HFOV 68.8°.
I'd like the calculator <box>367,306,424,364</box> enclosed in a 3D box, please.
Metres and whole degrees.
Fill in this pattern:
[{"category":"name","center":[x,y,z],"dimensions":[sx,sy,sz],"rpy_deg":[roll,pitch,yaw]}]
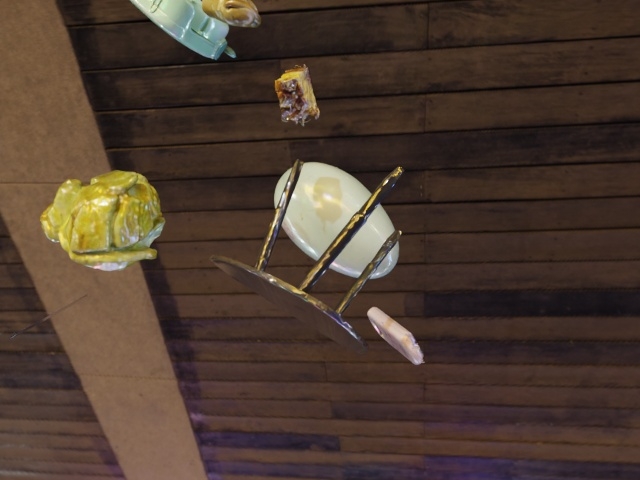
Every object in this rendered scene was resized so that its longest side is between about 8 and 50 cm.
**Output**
[{"category":"calculator","center":[0.167,0.212,1.049],"dimensions":[0.032,0.175,0.100],"rpy_deg":[-40,122,-11]}]

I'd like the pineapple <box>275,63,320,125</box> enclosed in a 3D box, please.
[{"category":"pineapple","center":[-0.044,-0.290,0.908],"dimensions":[0.069,0.137,0.116],"rpy_deg":[-2,77,9]}]

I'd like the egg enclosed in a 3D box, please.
[{"category":"egg","center":[0.042,-0.049,1.200],"dimensions":[0.371,0.230,0.229],"rpy_deg":[41,121,10]}]

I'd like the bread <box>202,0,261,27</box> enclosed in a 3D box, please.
[{"category":"bread","center":[-0.105,-0.272,0.547],"dimensions":[0.049,0.088,0.033],"rpy_deg":[-3,120,-37]}]

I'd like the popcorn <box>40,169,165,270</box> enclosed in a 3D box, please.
[{"category":"popcorn","center":[-0.518,-0.054,1.136],"dimensions":[0.277,0.276,0.225],"rpy_deg":[-3,110,10]}]

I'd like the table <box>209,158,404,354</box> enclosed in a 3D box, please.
[{"category":"table","center":[0.000,0.000,0.800],"dimensions":[0.318,0.249,0.317],"rpy_deg":[29,165,9]}]

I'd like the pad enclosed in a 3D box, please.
[{"category":"pad","center":[-0.682,0.191,1.183],"dimensions":[0.004,0.193,0.116],"rpy_deg":[59,152,-6]}]

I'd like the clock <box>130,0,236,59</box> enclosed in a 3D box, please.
[{"category":"clock","center":[-0.209,-0.349,0.722],"dimensions":[0.148,0.189,0.060],"rpy_deg":[43,105,13]}]
